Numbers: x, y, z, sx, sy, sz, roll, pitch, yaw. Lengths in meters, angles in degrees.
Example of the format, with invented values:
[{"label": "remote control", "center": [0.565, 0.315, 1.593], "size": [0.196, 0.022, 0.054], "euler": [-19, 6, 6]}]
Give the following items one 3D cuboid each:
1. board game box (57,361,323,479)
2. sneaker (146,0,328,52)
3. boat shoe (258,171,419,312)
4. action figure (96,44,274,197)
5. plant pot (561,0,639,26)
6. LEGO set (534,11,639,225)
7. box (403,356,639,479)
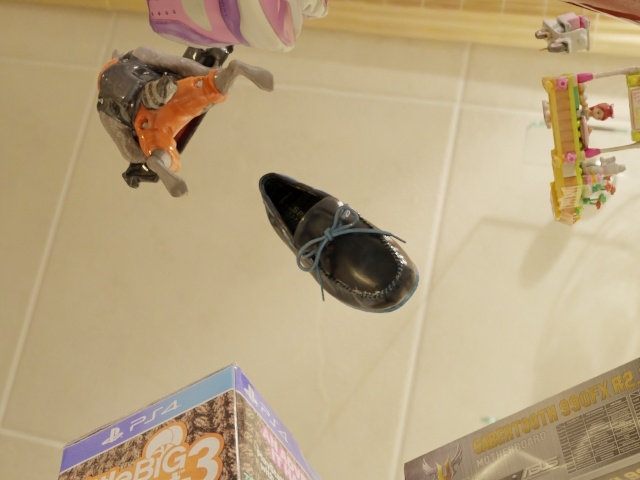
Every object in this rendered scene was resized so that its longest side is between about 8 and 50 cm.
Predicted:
[{"label": "board game box", "center": [-0.049, 0.268, 0.459], "size": [0.141, 0.291, 0.232], "euler": [-26, -59, 8]}, {"label": "sneaker", "center": [-0.056, -0.190, 0.547], "size": [0.104, 0.095, 0.236], "euler": [-6, 24, 15]}, {"label": "boat shoe", "center": [0.000, 0.000, 0.861], "size": [0.258, 0.109, 0.089], "euler": [29, -13, 46]}, {"label": "action figure", "center": [-0.209, -0.233, 1.086], "size": [0.178, 0.341, 0.330], "euler": [29, -2, -41]}, {"label": "plant pot", "center": [0.246, -0.300, 0.614], "size": [0.265, 0.272, 0.272], "euler": [33, -4, 23]}, {"label": "LEGO set", "center": [0.313, -0.110, 0.868], "size": [0.107, 0.132, 0.287], "euler": [-8, -51, 14]}, {"label": "box", "center": [0.200, 0.157, 0.504], "size": [0.183, 0.056, 0.231], "euler": [30, -51, -32]}]
